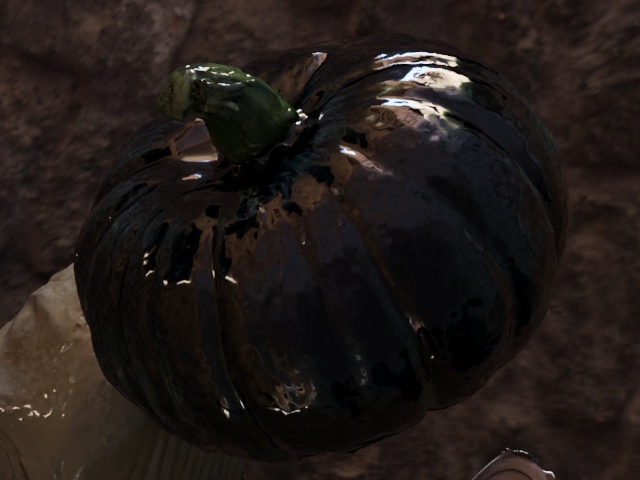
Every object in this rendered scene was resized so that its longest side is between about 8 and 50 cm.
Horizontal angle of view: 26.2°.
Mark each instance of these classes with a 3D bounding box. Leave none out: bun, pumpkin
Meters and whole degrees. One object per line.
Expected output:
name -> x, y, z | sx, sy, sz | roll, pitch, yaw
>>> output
bun -> -0.164, 0.122, 1.081 | 0.281, 0.205, 0.281 | -42, -38, -43
pumpkin -> -0.001, -0.001, 0.530 | 0.194, 0.194, 0.150 | -10, -71, -25

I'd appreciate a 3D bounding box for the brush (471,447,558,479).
brush -> 0.081, 0.301, 1.099 | 0.313, 0.072, 0.067 | -47, -36, -4
